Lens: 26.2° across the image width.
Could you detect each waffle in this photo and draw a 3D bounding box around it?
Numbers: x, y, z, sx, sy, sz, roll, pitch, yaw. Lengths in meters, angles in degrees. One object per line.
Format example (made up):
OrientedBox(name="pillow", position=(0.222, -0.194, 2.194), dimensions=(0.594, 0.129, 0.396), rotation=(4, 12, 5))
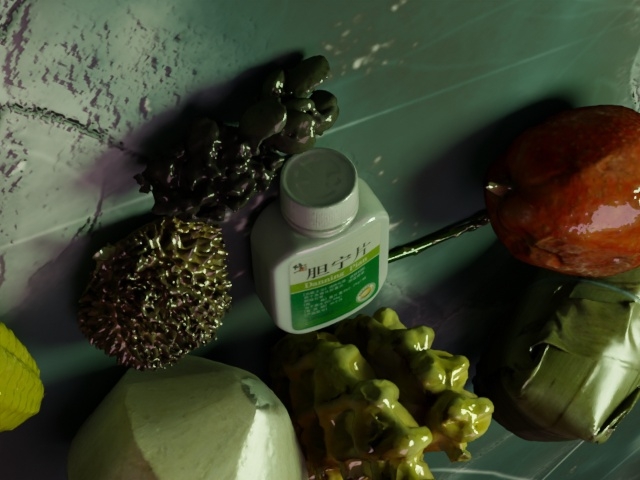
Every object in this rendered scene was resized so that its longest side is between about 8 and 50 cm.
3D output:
OrientedBox(name="waffle", position=(0.042, 0.224, 1.347), dimensions=(0.151, 0.261, 0.324), rotation=(-13, 131, -30))

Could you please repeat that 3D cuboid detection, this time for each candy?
OrientedBox(name="candy", position=(-0.272, 0.106, 1.062), dimensions=(0.106, 0.094, 0.199), rotation=(-40, 155, -1))

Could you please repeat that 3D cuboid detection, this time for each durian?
OrientedBox(name="durian", position=(-0.131, 0.050, 1.116), dimensions=(0.148, 0.091, 0.188), rotation=(-37, 148, 3))

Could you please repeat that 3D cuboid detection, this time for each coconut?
OrientedBox(name="coconut", position=(-0.114, 0.201, 1.239), dimensions=(0.202, 0.202, 0.222), rotation=(7, 136, -49))

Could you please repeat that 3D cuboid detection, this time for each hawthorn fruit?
OrientedBox(name="hawthorn fruit", position=(0.243, -0.049, 1.291), dimensions=(0.179, 0.173, 0.173), rotation=(-7, 148, 5))

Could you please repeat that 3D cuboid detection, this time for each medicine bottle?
OrientedBox(name="medicine bottle", position=(0.000, 0.000, 1.195), dimensions=(0.119, 0.069, 0.183), rotation=(-23, 147, -14))

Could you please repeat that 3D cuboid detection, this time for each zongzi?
OrientedBox(name="zongzi", position=(0.301, 0.048, 1.500), dimensions=(0.360, 0.160, 0.323), rotation=(-63, -178, -9))

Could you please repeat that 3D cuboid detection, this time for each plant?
OrientedBox(name="plant", position=(-0.055, -0.072, 1.037), dimensions=(0.174, 0.087, 0.085), rotation=(-37, 125, -5))

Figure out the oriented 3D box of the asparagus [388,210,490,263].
OrientedBox(name="asparagus", position=(0.111, 0.001, 1.353), dimensions=(0.162, 0.016, 0.016), rotation=(-21, 128, -20))
